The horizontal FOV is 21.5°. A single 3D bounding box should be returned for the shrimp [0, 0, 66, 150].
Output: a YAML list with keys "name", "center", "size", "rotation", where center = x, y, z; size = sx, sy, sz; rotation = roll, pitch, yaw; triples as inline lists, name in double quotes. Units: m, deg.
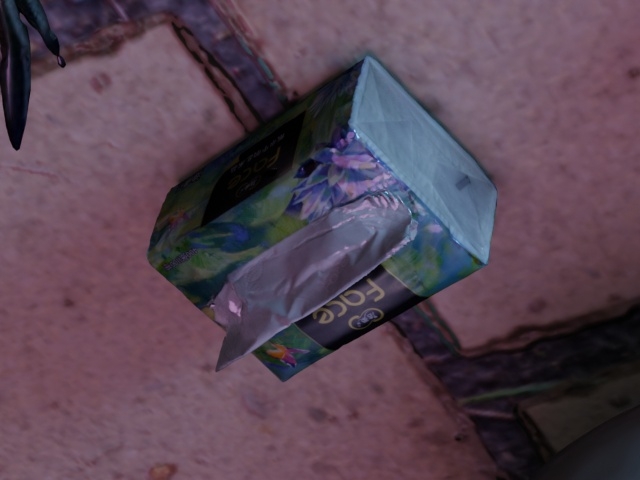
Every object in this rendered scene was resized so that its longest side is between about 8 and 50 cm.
- name: "shrimp"
  center: [-0.116, -0.176, 0.458]
  size: [0.137, 0.172, 0.372]
  rotation: [16, 124, 40]

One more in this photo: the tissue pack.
- name: "tissue pack"
  center: [-0.001, 0.001, 0.653]
  size: [0.111, 0.079, 0.085]
  rotation: [-31, 118, 31]

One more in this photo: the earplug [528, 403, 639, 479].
- name: "earplug"
  center: [0.248, 0.199, 0.641]
  size: [0.394, 0.313, 0.313]
  rotation: [7, 131, 7]
